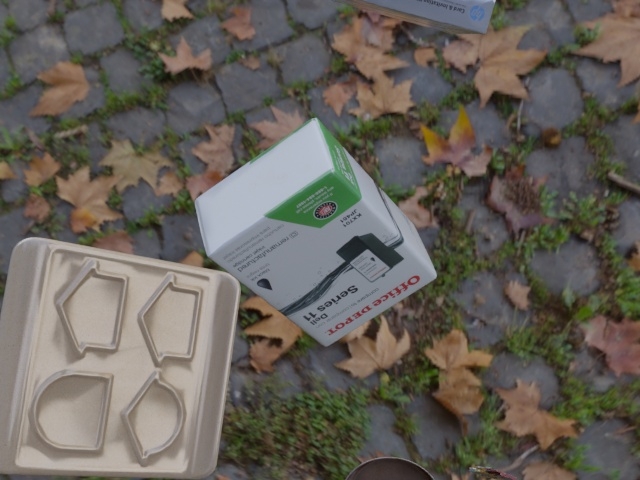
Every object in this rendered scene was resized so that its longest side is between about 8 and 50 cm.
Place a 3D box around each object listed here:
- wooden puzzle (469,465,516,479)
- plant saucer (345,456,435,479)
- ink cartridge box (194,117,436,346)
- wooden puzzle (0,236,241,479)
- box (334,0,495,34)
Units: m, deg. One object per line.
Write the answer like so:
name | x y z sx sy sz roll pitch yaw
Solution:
wooden puzzle | 0.249 0.338 1.309 0.049 0.083 0.006 -11 60 47
plant saucer | 0.119 0.428 1.512 0.169 0.029 0.168 3 110 8
ink cartridge box | 0.000 0.000 0.912 0.153 0.208 0.086 -34 45 15
wooden puzzle | -0.304 0.181 1.331 0.348 0.080 0.322 12 81 -32
box | 0.086 -0.243 0.911 0.145 0.186 0.038 14 103 -5
